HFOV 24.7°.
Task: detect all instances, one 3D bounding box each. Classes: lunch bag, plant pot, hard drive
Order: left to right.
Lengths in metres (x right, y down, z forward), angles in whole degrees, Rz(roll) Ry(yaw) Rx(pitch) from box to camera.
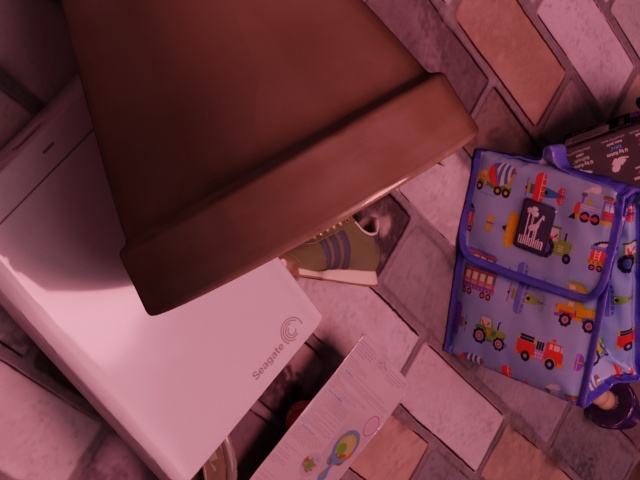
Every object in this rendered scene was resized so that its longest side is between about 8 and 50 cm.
[{"bbox_3d":[-0.167,0.032,1.371,0.233,0.047,0.353,-49,121,-23],"label":"hard drive"},{"bbox_3d":[-0.072,-0.133,1.240,0.323,0.323,0.280,-31,93,-36],"label":"plant pot"},{"bbox_3d":[0.285,0.022,1.797,0.138,0.221,0.293,-18,118,-43],"label":"lunch bag"}]

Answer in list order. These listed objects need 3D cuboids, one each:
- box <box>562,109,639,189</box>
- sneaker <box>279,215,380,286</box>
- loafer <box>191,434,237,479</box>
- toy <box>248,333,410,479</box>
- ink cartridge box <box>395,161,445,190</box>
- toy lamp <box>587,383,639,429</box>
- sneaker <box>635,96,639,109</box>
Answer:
[{"bbox_3d":[0.419,-0.024,1.872,0.165,0.143,0.270,-39,109,-74],"label":"box"},{"bbox_3d":[0.000,0.000,1.603,0.192,0.064,0.086,9,90,-49],"label":"sneaker"},{"bbox_3d":[-0.153,0.181,1.488,0.087,0.094,0.251,-23,111,-37],"label":"loafer"},{"bbox_3d":[-0.007,0.222,1.683,0.237,0.056,0.137,-54,141,-11],"label":"toy"},{"bbox_3d":[0.031,-0.109,1.552,0.209,0.109,0.062,33,80,-49],"label":"ink cartridge box"},{"bbox_3d":[0.385,0.215,2.096,0.274,0.080,0.080,29,83,-49],"label":"toy lamp"},{"bbox_3d":[0.412,-0.058,2.009,0.302,0.121,0.108,-61,172,15],"label":"sneaker"}]
